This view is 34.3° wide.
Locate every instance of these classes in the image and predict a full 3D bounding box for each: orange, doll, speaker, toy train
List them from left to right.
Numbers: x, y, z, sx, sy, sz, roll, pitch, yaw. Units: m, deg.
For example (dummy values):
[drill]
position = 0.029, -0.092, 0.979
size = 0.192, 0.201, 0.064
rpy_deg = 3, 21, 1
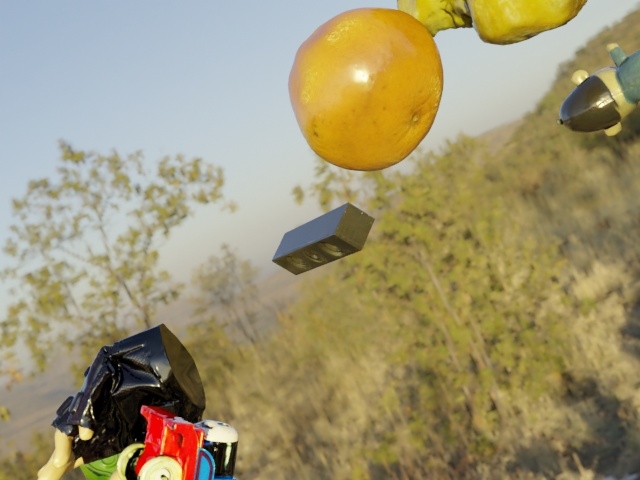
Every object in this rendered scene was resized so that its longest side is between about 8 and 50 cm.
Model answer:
[toy train]
position = -0.125, 0.261, 0.953
size = 0.131, 0.204, 0.082
rpy_deg = 8, 0, -31
[speaker]
position = 0.000, 0.000, 1.244
size = 0.191, 0.040, 0.046
rpy_deg = -25, 39, 64
[orange]
position = 0.040, -0.145, 0.979
size = 0.159, 0.136, 0.159
rpy_deg = -38, -32, -29
[doll]
position = 0.356, -0.182, 1.218
size = 0.179, 0.102, 0.089
rpy_deg = -31, 1, 25

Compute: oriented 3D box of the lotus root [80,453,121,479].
[lotus root]
position = -0.273, 0.301, 1.483
size = 0.186, 0.186, 0.186
rpy_deg = -25, 1, 1

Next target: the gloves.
[gloves]
position = -0.229, 0.201, 1.145
size = 0.203, 0.164, 0.124
rpy_deg = -26, 18, 10

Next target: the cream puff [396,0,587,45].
[cream puff]
position = 0.191, -0.371, 1.024
size = 0.269, 0.274, 0.323
rpy_deg = -6, 38, 41
